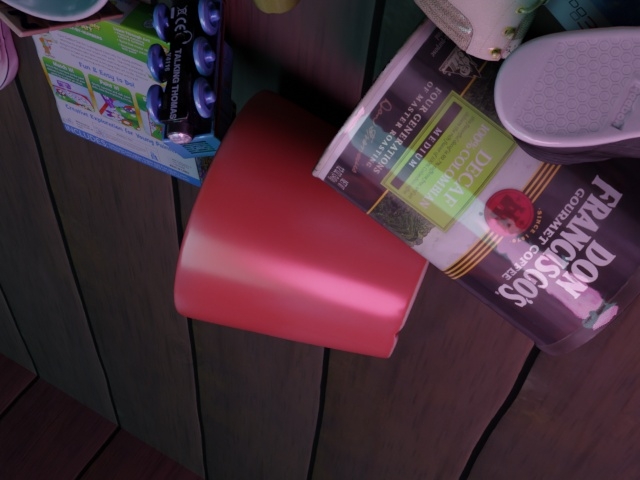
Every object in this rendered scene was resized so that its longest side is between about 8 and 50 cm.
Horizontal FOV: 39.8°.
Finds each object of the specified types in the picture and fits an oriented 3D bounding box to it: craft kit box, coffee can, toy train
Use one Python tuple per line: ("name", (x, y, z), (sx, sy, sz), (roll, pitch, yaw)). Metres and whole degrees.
("craft kit box", (-0.258, -0.208, 1.154), (0.250, 0.061, 0.246), (23, 148, 20))
("coffee can", (0.160, -0.057, 0.805), (0.275, 0.201, 0.201), (37, 148, 0))
("toy train", (-0.137, -0.182, 0.966), (0.080, 0.184, 0.105), (-5, 161, 16))

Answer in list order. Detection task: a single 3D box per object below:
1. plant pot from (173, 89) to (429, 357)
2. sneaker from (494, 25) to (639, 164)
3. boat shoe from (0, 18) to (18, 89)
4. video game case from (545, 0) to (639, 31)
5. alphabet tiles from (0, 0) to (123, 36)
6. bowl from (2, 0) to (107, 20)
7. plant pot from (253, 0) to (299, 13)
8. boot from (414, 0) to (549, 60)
("plant pot", (0.000, 0.000, 1.002), (0.243, 0.275, 0.275), (21, 147, 5))
("sneaker", (0.268, -0.105, 0.639), (0.296, 0.104, 0.147), (1, -175, 5))
("boat shoe", (-0.483, -0.286, 1.234), (0.096, 0.088, 0.267), (37, 148, -2))
("video game case", (0.271, -0.226, 0.613), (0.244, 0.061, 0.269), (44, 148, -12))
("alphabet tiles", (-0.359, -0.290, 0.957), (0.198, 0.237, 0.009), (43, 126, 9))
("bowl", (-0.267, -0.382, 0.832), (0.312, 0.163, 0.311), (25, 146, 18))
("plant pot", (-0.048, -0.266, 0.863), (0.083, 0.083, 0.079), (25, 159, 19))
("boot", (0.168, -0.189, 0.632), (0.213, 0.077, 0.165), (32, 150, 12))
